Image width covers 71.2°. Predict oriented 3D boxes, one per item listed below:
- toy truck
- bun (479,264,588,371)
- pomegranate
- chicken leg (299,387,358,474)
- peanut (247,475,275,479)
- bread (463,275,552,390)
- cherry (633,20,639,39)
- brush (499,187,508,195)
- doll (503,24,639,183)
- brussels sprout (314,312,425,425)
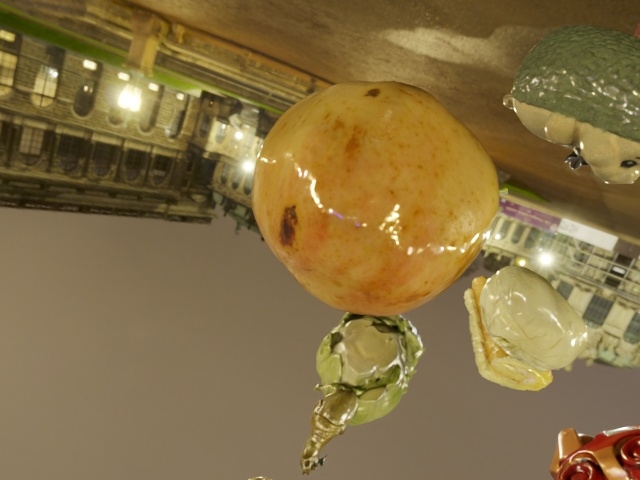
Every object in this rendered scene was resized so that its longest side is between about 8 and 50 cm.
[{"bbox_3d":[0.568,0.441,0.842,0.189,0.265,0.239,55,-155,3],"label":"toy truck"},{"bbox_3d":[0.429,0.171,0.933,0.229,0.145,0.229,53,179,1],"label":"bun"},{"bbox_3d":[0.075,-0.073,0.614,0.343,0.342,0.342,19,-168,-4],"label":"pomegranate"},{"bbox_3d":[0.010,0.471,1.121,0.103,0.227,0.088,21,162,49],"label":"chicken leg"},{"bbox_3d":[-0.040,0.379,0.607,0.214,0.099,0.100,-15,168,36],"label":"peanut"},{"bbox_3d":[0.644,0.310,1.542,0.237,0.165,0.375,18,-139,-10],"label":"bread"},{"bbox_3d":[0.749,-0.392,0.882,0.240,0.239,0.206,14,-176,-26],"label":"cherry"},{"bbox_3d":[0.496,-0.135,1.291,0.084,0.021,0.018,-10,-165,8],"label":"brush"},{"bbox_3d":[0.510,-0.240,0.800,0.248,0.247,0.350,9,-158,-42],"label":"doll"},{"bbox_3d":[0.171,0.461,1.666,0.343,0.425,0.361,37,156,19],"label":"brussels sprout"}]
